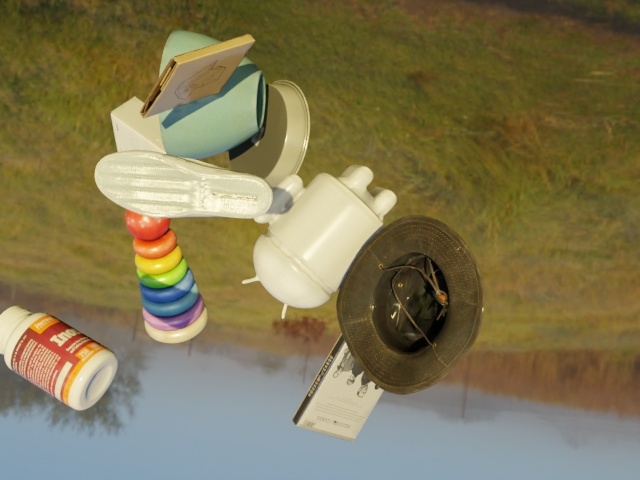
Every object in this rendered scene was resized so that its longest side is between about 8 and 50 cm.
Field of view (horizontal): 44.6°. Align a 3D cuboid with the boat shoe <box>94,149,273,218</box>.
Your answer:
[{"bbox_3d":[-0.175,-0.065,1.017,0.226,0.083,0.076,12,-175,-6],"label":"boat shoe"}]

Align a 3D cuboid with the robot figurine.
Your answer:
[{"bbox_3d":[0.000,0.000,1.644,0.300,0.353,0.200,44,178,-10],"label":"robot figurine"}]

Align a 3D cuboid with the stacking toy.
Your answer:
[{"bbox_3d":[-0.327,0.054,1.622,0.141,0.330,0.141,-3,-143,3],"label":"stacking toy"}]

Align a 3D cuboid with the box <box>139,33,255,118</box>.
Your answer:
[{"bbox_3d":[-0.230,-0.307,1.460,0.201,0.021,0.164,-33,173,-44],"label":"box"}]

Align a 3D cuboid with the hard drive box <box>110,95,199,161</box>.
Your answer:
[{"bbox_3d":[-0.427,-0.235,2.033,0.232,0.089,0.181,35,148,18],"label":"hard drive box"}]

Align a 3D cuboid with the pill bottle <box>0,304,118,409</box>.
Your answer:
[{"bbox_3d":[-0.345,0.146,1.001,0.152,0.086,0.086,27,178,13],"label":"pill bottle"}]

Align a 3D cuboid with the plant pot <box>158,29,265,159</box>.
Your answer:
[{"bbox_3d":[-0.229,-0.318,1.750,0.195,0.290,0.290,4,174,4],"label":"plant pot"}]

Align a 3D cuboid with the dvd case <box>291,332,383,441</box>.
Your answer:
[{"bbox_3d":[0.064,0.303,1.645,0.179,0.238,0.029,27,-175,-40],"label":"dvd case"}]

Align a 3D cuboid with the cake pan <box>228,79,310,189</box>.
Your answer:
[{"bbox_3d":[-0.136,-0.256,1.923,0.054,0.293,0.293,8,176,-39],"label":"cake pan"}]

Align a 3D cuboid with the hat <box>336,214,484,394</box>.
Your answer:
[{"bbox_3d":[0.191,0.119,1.460,0.331,0.331,0.134,4,179,42],"label":"hat"}]
